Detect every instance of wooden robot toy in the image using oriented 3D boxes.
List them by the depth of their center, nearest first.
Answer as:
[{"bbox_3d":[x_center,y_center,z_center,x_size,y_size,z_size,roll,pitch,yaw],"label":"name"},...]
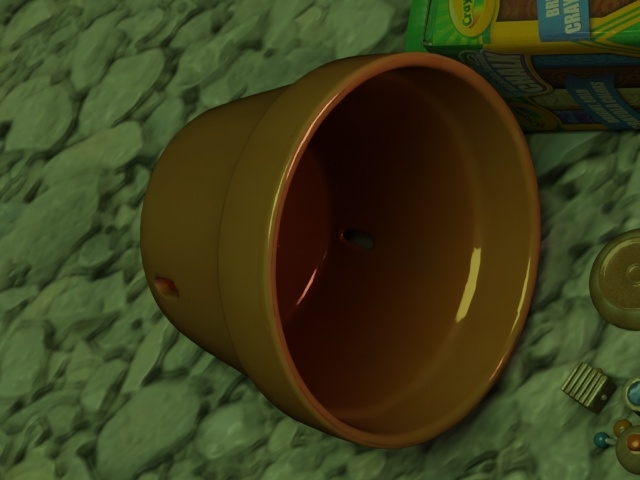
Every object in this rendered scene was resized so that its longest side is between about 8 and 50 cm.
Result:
[{"bbox_3d":[0.239,0.142,1.388,0.076,0.079,0.173,-42,59,7],"label":"wooden robot toy"}]

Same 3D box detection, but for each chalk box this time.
[{"bbox_3d":[0.194,-0.196,1.482,0.288,0.179,0.180,0,71,26],"label":"chalk box"}]

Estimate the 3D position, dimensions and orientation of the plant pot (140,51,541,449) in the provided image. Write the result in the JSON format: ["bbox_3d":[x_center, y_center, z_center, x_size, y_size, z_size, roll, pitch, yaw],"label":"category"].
[{"bbox_3d":[0.000,0.000,1.465,0.203,0.291,0.291,7,74,46],"label":"plant pot"}]

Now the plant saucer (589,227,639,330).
[{"bbox_3d":[0.244,0.027,1.468,0.083,0.015,0.083,-9,67,23],"label":"plant saucer"}]
